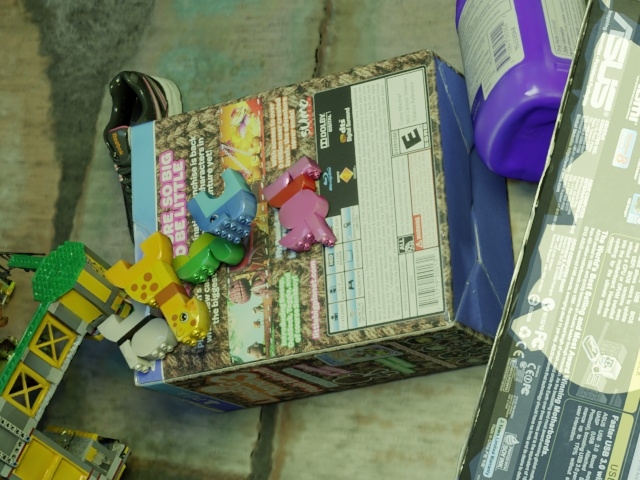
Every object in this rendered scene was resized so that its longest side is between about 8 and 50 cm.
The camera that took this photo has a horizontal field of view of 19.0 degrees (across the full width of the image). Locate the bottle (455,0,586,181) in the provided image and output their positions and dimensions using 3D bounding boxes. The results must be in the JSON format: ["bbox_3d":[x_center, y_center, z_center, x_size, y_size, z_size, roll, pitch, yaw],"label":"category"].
[{"bbox_3d":[0.161,-0.182,1.547,0.118,0.092,0.282,116,157,-46],"label":"bottle"}]

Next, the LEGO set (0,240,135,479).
[{"bbox_3d":[-0.267,0.134,1.708,0.331,0.192,0.255,-6,54,42],"label":"LEGO set"}]

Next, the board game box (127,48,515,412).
[{"bbox_3d":[0.000,0.000,1.590,0.291,0.141,0.232,-12,70,26],"label":"board game box"}]

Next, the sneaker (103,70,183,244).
[{"bbox_3d":[-0.168,-0.073,1.742,0.072,0.077,0.178,-20,68,24],"label":"sneaker"}]

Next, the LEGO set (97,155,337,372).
[{"bbox_3d":[-0.088,0.031,1.495,0.227,0.087,0.093,-39,61,15],"label":"LEGO set"}]

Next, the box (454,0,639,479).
[{"bbox_3d":[0.280,0.062,1.246,0.318,0.097,0.394,14,83,17],"label":"box"}]
